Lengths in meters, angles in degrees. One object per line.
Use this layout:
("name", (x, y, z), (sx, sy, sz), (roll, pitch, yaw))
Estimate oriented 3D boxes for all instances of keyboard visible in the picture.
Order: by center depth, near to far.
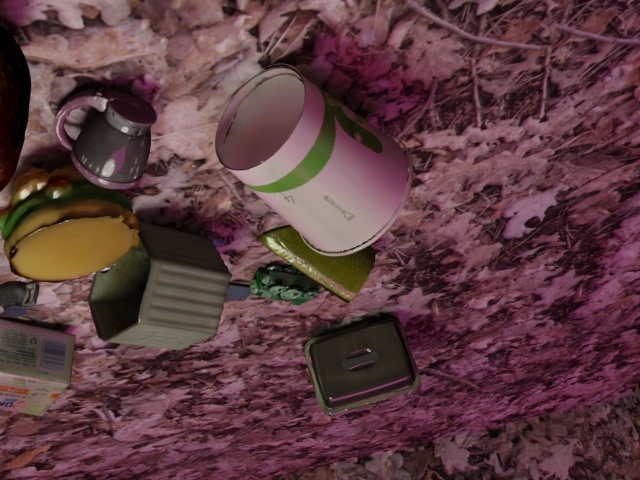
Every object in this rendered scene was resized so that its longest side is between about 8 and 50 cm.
("keyboard", (-0.236, 0.113, 1.812), (0.176, 0.014, 0.055), (11, 139, -39))

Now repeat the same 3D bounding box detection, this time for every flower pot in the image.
("flower pot", (-0.314, 0.091, 1.530), (0.189, 0.209, 0.239), (14, 148, -41))

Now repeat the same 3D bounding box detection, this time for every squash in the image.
("squash", (0.000, 0.000, 1.740), (0.252, 0.169, 0.093), (35, 126, -13))

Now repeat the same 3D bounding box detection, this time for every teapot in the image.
("teapot", (-0.327, -0.172, 1.235), (0.146, 0.148, 0.116), (-54, 171, 31))
("teapot", (-0.611, 0.119, 1.594), (0.087, 0.057, 0.066), (-19, 151, 5))

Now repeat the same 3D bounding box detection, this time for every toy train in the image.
("toy train", (-0.082, 0.105, 1.826), (0.178, 0.071, 0.104), (12, 150, -41))

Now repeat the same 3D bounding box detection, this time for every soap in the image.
("soap", (-0.669, 0.283, 1.738), (0.199, 0.139, 0.182), (18, 137, -32))

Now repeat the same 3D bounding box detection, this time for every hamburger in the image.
("hamburger", (-0.431, -0.043, 1.330), (0.237, 0.149, 0.237), (-18, 157, -8))

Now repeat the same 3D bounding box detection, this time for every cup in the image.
("cup", (-0.020, -0.137, 1.308), (0.253, 0.253, 0.274), (-32, 138, 24))

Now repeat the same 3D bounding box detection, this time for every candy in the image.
("candy", (-0.222, -0.004, 1.620), (0.030, 0.020, 0.083), (-31, 148, 26))

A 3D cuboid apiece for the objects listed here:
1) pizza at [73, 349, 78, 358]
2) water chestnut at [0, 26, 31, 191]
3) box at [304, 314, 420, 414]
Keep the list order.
("pizza", (-0.645, 0.269, 1.859), (0.122, 0.026, 0.108), (-23, 142, 17))
("water chestnut", (-0.497, -0.175, 0.965), (0.289, 0.289, 0.244), (21, 104, -46))
("box", (0.112, 0.342, 2.167), (0.290, 0.221, 0.166), (-17, 162, 0))
